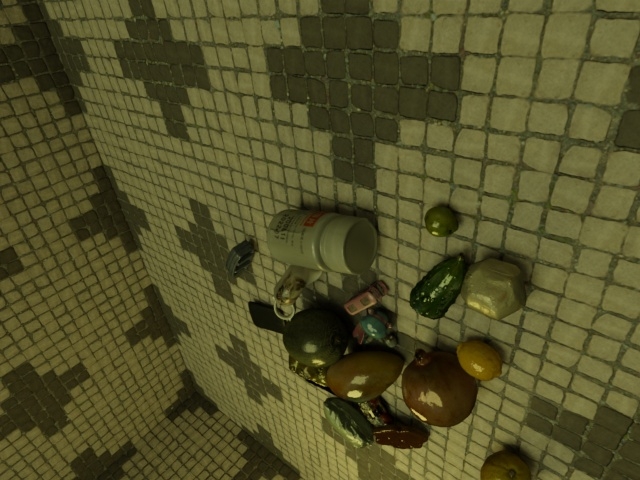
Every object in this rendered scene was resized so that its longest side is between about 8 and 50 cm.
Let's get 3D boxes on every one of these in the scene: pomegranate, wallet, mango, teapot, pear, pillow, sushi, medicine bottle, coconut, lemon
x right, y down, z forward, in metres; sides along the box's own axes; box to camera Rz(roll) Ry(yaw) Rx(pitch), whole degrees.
[{"bbox_3d":[0.400,0.496,1.453,0.252,0.229,0.270,-10,106,48],"label":"pomegranate"},{"bbox_3d":[-0.275,0.412,2.227,0.245,0.052,0.169,10,125,36],"label":"wallet"},{"bbox_3d":[0.181,0.564,1.759,0.384,0.199,0.221,-28,118,36],"label":"mango"},{"bbox_3d":[-0.110,0.197,1.754,0.139,0.204,0.298,34,112,-2],"label":"teapot"},{"bbox_3d":[0.344,-0.051,1.195,0.097,0.092,0.092,18,131,37],"label":"pear"},{"bbox_3d":[0.139,0.907,2.090,0.310,0.138,0.283,38,161,15],"label":"pillow"},{"bbox_3d":[0.245,0.774,1.936,0.226,0.103,0.097,55,159,0],"label":"sushi"},{"bbox_3d":[0.000,0.000,1.487,0.371,0.211,0.211,8,124,42],"label":"medicine bottle"},{"bbox_3d":[0.479,0.132,1.143,0.162,0.161,0.161,19,131,33],"label":"coconut"},{"bbox_3d":[0.507,0.381,1.345,0.155,0.114,0.114,35,139,33],"label":"lemon"},{"bbox_3d":[0.663,0.853,1.509,0.170,0.170,0.207,33,144,24],"label":"lemon"}]

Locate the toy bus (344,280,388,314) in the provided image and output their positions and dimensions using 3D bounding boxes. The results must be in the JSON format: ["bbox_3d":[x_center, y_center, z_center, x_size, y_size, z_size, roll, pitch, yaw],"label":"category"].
[{"bbox_3d":[0.168,0.221,1.585,0.063,0.090,0.203,51,141,3],"label":"toy bus"}]

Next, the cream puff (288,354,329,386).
[{"bbox_3d":[-0.023,0.573,2.009,0.282,0.185,0.282,21,172,3],"label":"cream puff"}]

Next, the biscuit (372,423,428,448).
[{"bbox_3d":[0.358,0.888,1.901,0.208,0.041,0.290,37,136,-18],"label":"biscuit"}]

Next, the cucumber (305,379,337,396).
[{"bbox_3d":[0.015,0.725,2.150,0.303,0.072,0.081,9,144,41],"label":"cucumber"}]

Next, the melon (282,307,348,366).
[{"bbox_3d":[-0.028,0.415,1.810,0.329,0.248,0.248,-6,114,47],"label":"melon"}]

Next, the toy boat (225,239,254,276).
[{"bbox_3d":[-0.393,0.102,2.038,0.078,0.127,0.283,46,146,8],"label":"toy boat"}]

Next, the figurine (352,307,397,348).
[{"bbox_3d":[0.211,0.369,1.648,0.205,0.103,0.260,44,151,14],"label":"figurine"}]

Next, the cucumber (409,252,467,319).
[{"bbox_3d":[0.376,0.127,1.281,0.134,0.134,0.244,38,136,17],"label":"cucumber"}]
